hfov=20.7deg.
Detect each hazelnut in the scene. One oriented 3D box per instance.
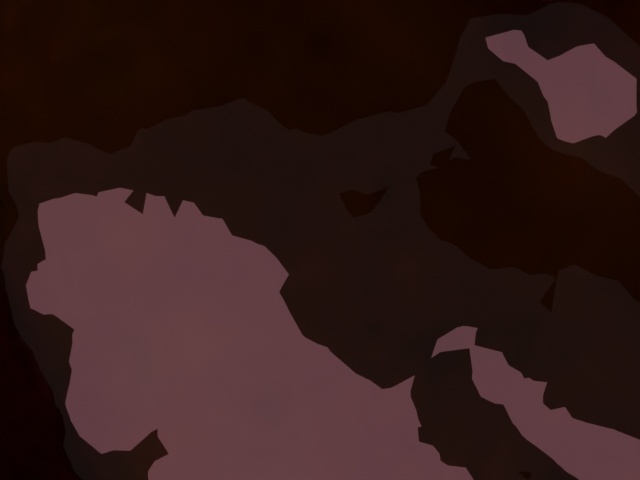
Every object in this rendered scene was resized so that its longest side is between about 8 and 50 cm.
[{"bbox_3d":[0.056,-0.029,0.589,0.429,0.402,0.402,33,137,-1],"label":"hazelnut"}]
